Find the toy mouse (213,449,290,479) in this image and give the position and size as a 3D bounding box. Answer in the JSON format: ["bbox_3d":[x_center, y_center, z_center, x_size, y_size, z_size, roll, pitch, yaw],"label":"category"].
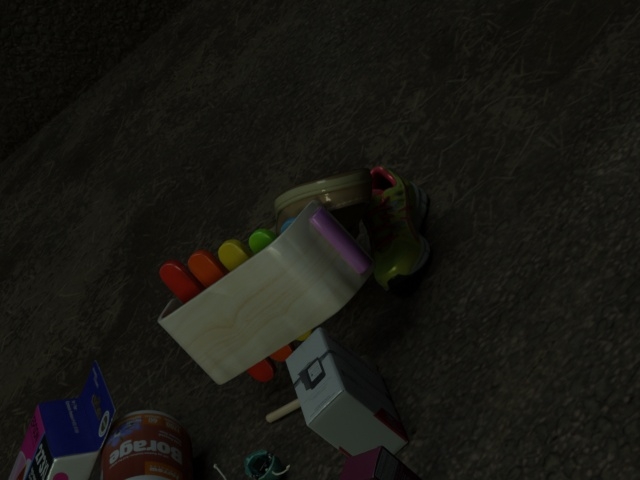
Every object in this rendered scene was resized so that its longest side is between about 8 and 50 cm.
[{"bbox_3d":[-0.078,0.306,1.866,0.143,0.031,0.161,-34,29,28],"label":"toy mouse"}]

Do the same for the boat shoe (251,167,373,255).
[{"bbox_3d":[0.000,0.000,1.998,0.121,0.110,0.341,-13,-13,-17],"label":"boat shoe"}]

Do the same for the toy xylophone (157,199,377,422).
[{"bbox_3d":[-0.062,0.097,1.932,0.322,0.236,0.081,-24,20,37],"label":"toy xylophone"}]

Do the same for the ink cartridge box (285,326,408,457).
[{"bbox_3d":[0.028,0.182,1.785,0.063,0.109,0.150,-45,25,11],"label":"ink cartridge box"}]

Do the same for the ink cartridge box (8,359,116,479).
[{"bbox_3d":[-0.377,0.350,2.092,0.371,0.069,0.176,-65,23,10],"label":"ink cartridge box"}]

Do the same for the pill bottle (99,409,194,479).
[{"bbox_3d":[-0.219,0.321,1.962,0.121,0.121,0.216,-40,26,15],"label":"pill bottle"}]

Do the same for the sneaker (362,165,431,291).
[{"bbox_3d":[0.084,-0.018,2.005,0.081,0.094,0.208,-34,30,24],"label":"sneaker"}]

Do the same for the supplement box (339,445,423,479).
[{"bbox_3d":[0.068,0.261,1.638,0.055,0.083,0.043,-26,32,40],"label":"supplement box"}]
